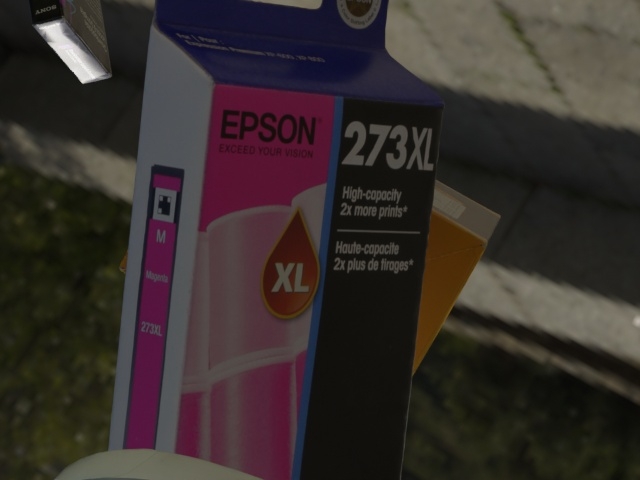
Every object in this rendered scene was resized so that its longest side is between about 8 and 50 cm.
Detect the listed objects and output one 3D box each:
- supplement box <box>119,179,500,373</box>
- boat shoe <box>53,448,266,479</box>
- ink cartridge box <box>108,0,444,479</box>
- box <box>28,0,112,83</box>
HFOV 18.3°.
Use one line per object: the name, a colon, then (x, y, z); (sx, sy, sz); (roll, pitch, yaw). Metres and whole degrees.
supplement box: (0.000, 0.000, 1.291); (0.191, 0.129, 0.194); (30, -171, 4)
boat shoe: (-0.041, 0.140, 0.771); (0.228, 0.081, 0.079); (5, 133, 40)
ink cartridge box: (-0.022, 0.016, 1.083); (0.176, 0.370, 0.069); (1, -175, -44)
box: (-0.200, -0.214, 1.518); (0.029, 0.162, 0.116); (-16, 159, 8)
